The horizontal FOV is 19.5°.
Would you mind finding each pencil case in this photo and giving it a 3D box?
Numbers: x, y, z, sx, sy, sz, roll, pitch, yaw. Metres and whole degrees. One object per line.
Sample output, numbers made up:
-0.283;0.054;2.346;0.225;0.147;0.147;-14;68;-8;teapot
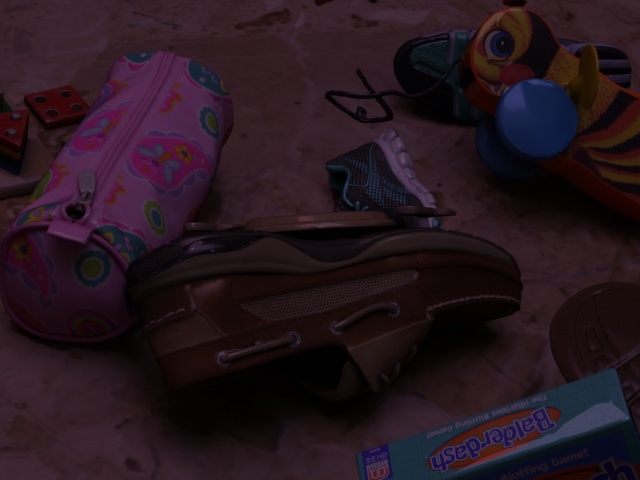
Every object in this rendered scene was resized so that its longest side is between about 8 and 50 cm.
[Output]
-0.156;-0.040;1.461;0.124;0.124;0.284;15;36;7;pencil case

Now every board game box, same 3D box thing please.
0.132;0.185;1.112;0.160;0.210;0.047;-20;37;10;board game box

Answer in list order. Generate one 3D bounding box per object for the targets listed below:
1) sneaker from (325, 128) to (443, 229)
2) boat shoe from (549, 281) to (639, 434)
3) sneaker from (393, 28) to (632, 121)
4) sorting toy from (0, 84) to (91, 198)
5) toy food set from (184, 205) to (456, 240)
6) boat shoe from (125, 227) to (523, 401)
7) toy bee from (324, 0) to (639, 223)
0.053;-0.024;1.548;0.076;0.065;0.166;-17;39;-8;sneaker
0.290;0.162;1.306;0.122;0.110;0.341;-35;57;-18;boat shoe
0.172;-0.156;1.744;0.224;0.083;0.098;4;13;-10;sneaker
-0.291;-0.089;1.555;0.274;0.046;0.132;-13;43;-28;sorting toy
0.000;0.000;1.449;0.192;0.038;0.132;-4;-2;18;toy food set
0.008;0.062;1.381;0.324;0.122;0.120;-1;73;-31;boat shoe
0.184;-0.138;1.593;0.298;0.162;0.195;26;-13;-25;toy bee
